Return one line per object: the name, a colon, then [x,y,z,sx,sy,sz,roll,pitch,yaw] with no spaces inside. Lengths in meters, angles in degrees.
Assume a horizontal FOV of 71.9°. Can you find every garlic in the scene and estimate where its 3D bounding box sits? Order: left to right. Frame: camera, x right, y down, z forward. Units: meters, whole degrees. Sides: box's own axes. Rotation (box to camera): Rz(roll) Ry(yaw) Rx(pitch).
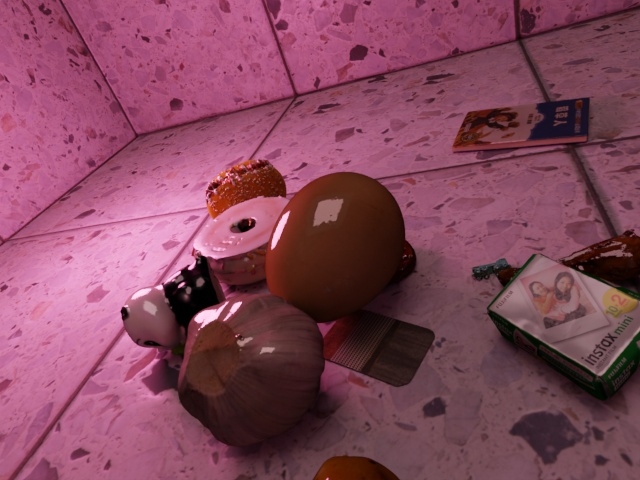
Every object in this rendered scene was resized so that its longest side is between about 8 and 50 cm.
garlic: [-0.128,0.254,0.890,0.317,0.259,0.318,-8,72,24]

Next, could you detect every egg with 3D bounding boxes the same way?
egg: [0.034,0.018,1.038,0.301,0.301,0.374,24,82,48]

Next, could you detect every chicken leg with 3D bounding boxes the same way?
chicken leg: [0.543,0.058,0.956,0.304,0.093,0.113,-16,14,23]

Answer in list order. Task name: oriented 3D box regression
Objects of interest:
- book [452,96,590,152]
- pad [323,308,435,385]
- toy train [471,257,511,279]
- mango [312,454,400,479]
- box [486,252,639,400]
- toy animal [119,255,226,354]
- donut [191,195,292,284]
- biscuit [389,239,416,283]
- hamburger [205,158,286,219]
book: [0.716,-0.413,1.583,0.427,0.039,0.300,1,38,31]
pad: [0.156,0.164,1.033,0.249,0.055,0.323,9,61,39]
toy train: [0.407,0.067,1.060,0.092,0.029,0.045,-14,25,14]
mango: [0.065,0.432,0.601,0.201,0.153,0.287,-14,34,-9]
box: [0.456,0.147,0.806,0.180,0.103,0.250,-46,37,-7]
toy animal: [-0.376,0.193,1.171,0.266,0.213,0.212,-30,33,-7]
donut: [-0.217,0.002,1.404,0.382,0.143,0.383,-15,32,10]
biscuit: [0.163,0.054,1.200,0.191,0.049,0.192,-10,40,9]
hamburger: [-0.270,-0.164,1.609,0.295,0.227,0.151,-26,2,-9]
